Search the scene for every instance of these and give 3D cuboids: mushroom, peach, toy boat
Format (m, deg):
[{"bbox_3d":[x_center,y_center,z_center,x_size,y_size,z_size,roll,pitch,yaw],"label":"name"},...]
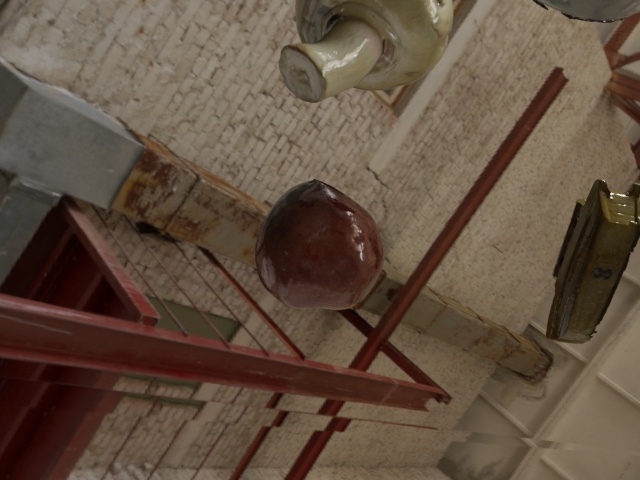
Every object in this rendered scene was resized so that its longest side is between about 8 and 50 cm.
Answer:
[{"bbox_3d":[0.068,-0.427,1.143,0.356,0.315,0.315,-16,-122,-7],"label":"mushroom"},{"bbox_3d":[0.000,0.000,0.685,0.152,0.152,0.152,-14,-115,32],"label":"peach"},{"bbox_3d":[0.330,0.031,0.729,0.088,0.068,0.226,-91,-171,-65],"label":"toy boat"}]

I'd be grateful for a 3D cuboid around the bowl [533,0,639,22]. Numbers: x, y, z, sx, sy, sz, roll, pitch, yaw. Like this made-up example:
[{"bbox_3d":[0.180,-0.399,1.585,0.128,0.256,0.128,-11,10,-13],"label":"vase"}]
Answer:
[{"bbox_3d":[0.299,-0.418,0.596,0.157,0.345,0.345,151,-50,-66],"label":"bowl"}]
